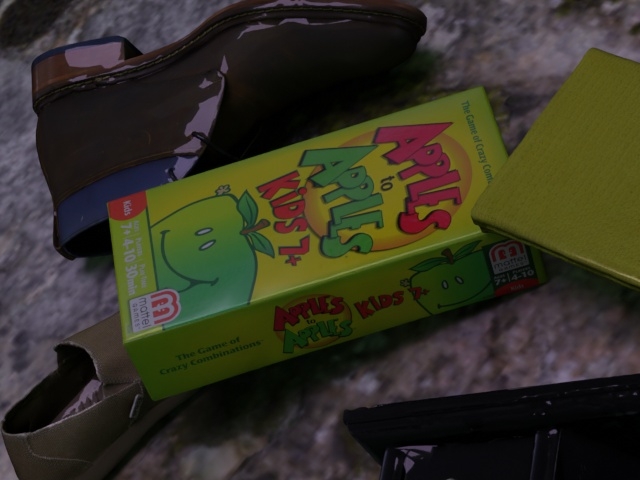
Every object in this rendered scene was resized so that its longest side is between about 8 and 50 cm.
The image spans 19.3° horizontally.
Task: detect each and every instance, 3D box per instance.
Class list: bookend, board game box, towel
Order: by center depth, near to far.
[{"bbox_3d":[0.078,0.135,0.670,0.157,0.072,0.156,-9,50,31],"label":"bookend"},{"bbox_3d":[0.180,-0.004,0.727,0.237,0.021,0.102,24,65,34],"label":"towel"},{"bbox_3d":[0.000,0.000,0.837,0.181,0.043,0.092,-17,44,4],"label":"board game box"}]

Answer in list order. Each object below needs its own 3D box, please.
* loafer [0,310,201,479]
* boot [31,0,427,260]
[{"bbox_3d":[-0.092,0.059,0.878,0.056,0.050,0.148,25,71,46],"label":"loafer"},{"bbox_3d":[-0.046,-0.055,0.949,0.219,0.082,0.106,-10,70,24],"label":"boot"}]
